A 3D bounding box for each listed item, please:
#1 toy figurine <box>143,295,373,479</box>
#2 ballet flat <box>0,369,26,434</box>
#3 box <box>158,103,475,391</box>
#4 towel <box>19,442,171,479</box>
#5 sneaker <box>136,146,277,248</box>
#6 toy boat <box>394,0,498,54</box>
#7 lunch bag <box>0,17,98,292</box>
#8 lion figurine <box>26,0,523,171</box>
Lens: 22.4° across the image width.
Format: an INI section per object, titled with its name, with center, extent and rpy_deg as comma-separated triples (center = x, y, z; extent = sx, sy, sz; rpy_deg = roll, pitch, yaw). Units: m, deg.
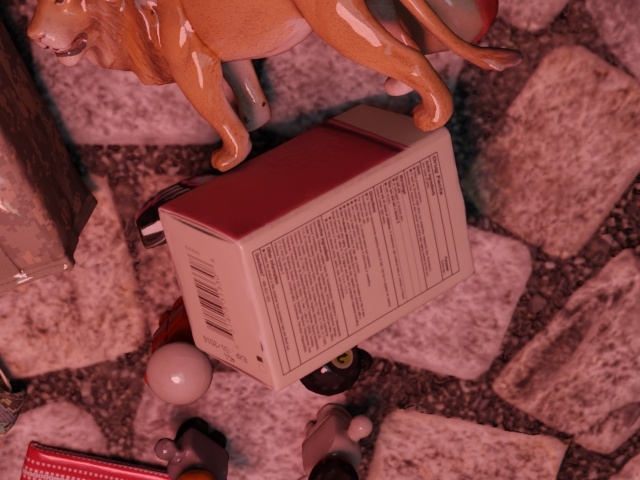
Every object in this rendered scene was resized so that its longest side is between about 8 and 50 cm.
[toy figurine]
center = -0.056, 0.157, 1.505
extent = 0.213, 0.148, 0.209
rpy_deg = -3, 112, -2
[ballet flat]
center = -0.356, 0.108, 1.528
extent = 0.070, 0.070, 0.188
rpy_deg = -42, 110, 14
[box]
center = 0.000, 0.000, 1.394
extent = 0.232, 0.127, 0.148
rpy_deg = -29, 121, -29
[towel]
center = -0.222, 0.343, 1.639
extent = 0.199, 0.031, 0.275
rpy_deg = 12, 109, -5
[sneaker]
center = -0.079, -0.021, 1.474
extent = 0.178, 0.072, 0.077
rpy_deg = -19, 113, 6
[toy boat]
center = 0.074, -0.276, 1.357
extent = 0.231, 0.151, 0.151
rpy_deg = 47, 73, -19
[lunch bag]
center = -0.379, -0.055, 1.400
extent = 0.287, 0.169, 0.235
rpy_deg = -18, 115, 13
[lion figurine]
center = -0.050, -0.192, 1.318
extent = 0.392, 0.142, 0.240
rpy_deg = -13, 117, 31
